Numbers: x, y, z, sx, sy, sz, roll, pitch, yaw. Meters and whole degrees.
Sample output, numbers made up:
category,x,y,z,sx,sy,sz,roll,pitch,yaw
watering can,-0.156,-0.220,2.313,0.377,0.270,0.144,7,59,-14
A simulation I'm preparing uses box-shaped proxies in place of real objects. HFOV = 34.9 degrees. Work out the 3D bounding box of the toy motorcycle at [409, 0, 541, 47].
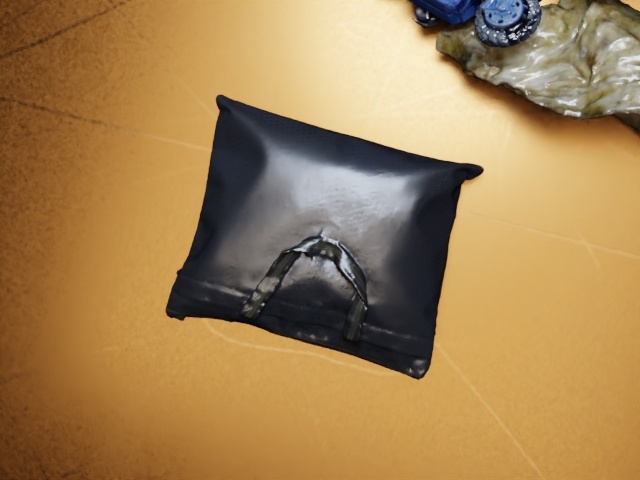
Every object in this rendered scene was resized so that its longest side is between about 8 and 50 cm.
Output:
category,x,y,z,sx,sy,sz,roll,pitch,yaw
toy motorcycle,0.125,-0.242,0.881,0.114,0.076,0.205,-47,55,-5

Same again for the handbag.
category,x,y,z,sx,sy,sz,roll,pitch,yaw
handbag,0.000,0.000,0.930,0.254,0.089,0.211,15,91,1

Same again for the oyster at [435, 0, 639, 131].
category,x,y,z,sx,sy,sz,roll,pitch,yaw
oyster,0.273,-0.144,0.878,0.341,0.166,0.110,26,103,21
